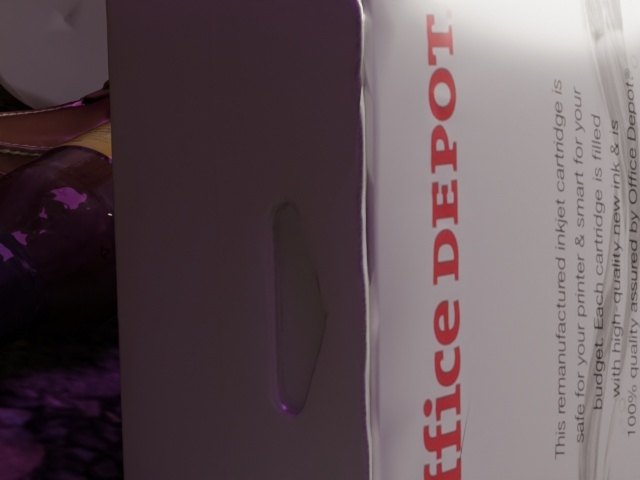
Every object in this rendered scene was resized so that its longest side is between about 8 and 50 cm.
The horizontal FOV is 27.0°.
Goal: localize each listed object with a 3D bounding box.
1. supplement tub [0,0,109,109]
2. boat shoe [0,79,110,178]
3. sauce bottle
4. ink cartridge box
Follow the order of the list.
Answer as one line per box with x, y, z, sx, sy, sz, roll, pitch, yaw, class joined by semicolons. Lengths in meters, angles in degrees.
-0.187;-0.223;1.215;0.191;0.191;0.272;19;21;3;supplement tub
-0.126;-0.088;1.021;0.324;0.116;0.123;-5;30;-36;boat shoe
-0.135;-0.012;0.816;0.111;0.111;0.344;26;32;21;sauce bottle
0.092;0.002;0.692;0.166;0.286;0.394;4;8;43;ink cartridge box
